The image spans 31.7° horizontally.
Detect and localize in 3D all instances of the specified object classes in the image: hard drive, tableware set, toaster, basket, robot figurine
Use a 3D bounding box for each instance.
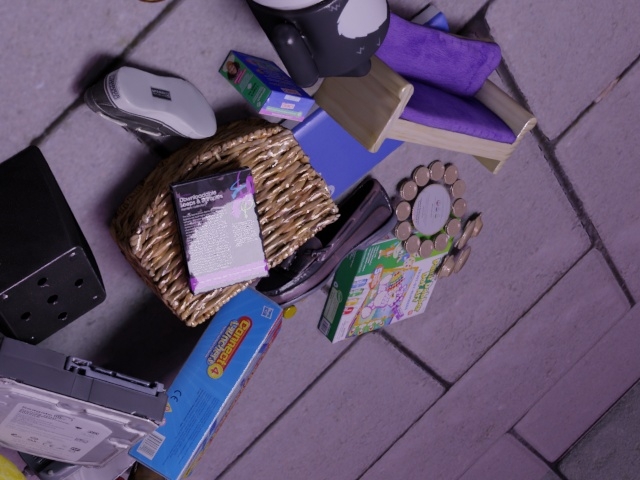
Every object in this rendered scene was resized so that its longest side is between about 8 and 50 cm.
[{"bbox_3d":[-0.374,0.241,1.590,0.237,0.064,0.339,20,151,-19],"label":"hard drive"},{"bbox_3d":[0.283,0.012,2.247,0.141,0.020,0.169,-65,163,18],"label":"tableware set"},{"bbox_3d":[-0.380,0.325,1.857,0.227,0.129,0.146,-40,151,-19],"label":"toaster"},{"bbox_3d":[0.090,-0.212,1.833,0.319,0.040,0.210,-39,147,-7],"label":"hard drive"},{"bbox_3d":[-0.166,-0.053,1.695,0.299,0.223,0.213,-38,113,-9],"label":"basket"},{"bbox_3d":[-0.004,-0.326,1.487,0.174,0.209,0.278,-30,147,3],"label":"robot figurine"}]

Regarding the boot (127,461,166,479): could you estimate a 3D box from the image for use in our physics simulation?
[{"bbox_3d":[-0.308,0.389,1.967,0.082,0.219,0.106,-2,132,8],"label":"boot"}]

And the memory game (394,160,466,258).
[{"bbox_3d":[0.204,-0.057,2.089,0.186,0.012,0.186,-14,113,-36],"label":"memory game"}]

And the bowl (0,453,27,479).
[{"bbox_3d":[-0.573,0.373,1.657,0.290,0.156,0.289,-18,147,-12],"label":"bowl"}]

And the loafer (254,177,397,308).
[{"bbox_3d":[0.000,0.000,1.939,0.302,0.109,0.095,-36,127,-22],"label":"loafer"}]

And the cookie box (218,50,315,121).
[{"bbox_3d":[-0.076,-0.217,1.593,0.092,0.107,0.040,6,123,-49],"label":"cookie box"}]

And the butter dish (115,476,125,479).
[{"bbox_3d":[-0.387,0.477,2.026,0.160,0.160,0.118,72,37,-52],"label":"butter dish"}]

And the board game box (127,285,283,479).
[{"bbox_3d":[-0.175,0.232,1.813,0.308,0.086,0.302,-58,177,-9],"label":"board game box"}]

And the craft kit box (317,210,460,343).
[{"bbox_3d":[0.132,0.065,2.173,0.247,0.061,0.249,-18,139,-38],"label":"craft kit box"}]

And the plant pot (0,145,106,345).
[{"bbox_3d":[-0.387,0.026,1.483,0.188,0.167,0.187,-34,146,-16],"label":"plant pot"}]

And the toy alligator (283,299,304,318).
[{"bbox_3d":[-0.079,0.115,2.001,0.051,0.056,0.189,17,114,-53],"label":"toy alligator"}]

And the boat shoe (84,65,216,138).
[{"bbox_3d":[-0.226,-0.180,1.520,0.070,0.077,0.219,-19,161,28],"label":"boat shoe"}]

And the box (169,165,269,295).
[{"bbox_3d":[-0.141,-0.014,1.576,0.116,0.029,0.162,-14,108,-19],"label":"box"}]

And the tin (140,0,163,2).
[{"bbox_3d":[-0.178,-0.379,1.375,0.106,0.040,0.189,20,112,-49],"label":"tin"}]

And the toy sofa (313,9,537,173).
[{"bbox_3d":[0.182,-0.227,1.740,0.363,0.150,0.177,5,124,-49],"label":"toy sofa"}]
